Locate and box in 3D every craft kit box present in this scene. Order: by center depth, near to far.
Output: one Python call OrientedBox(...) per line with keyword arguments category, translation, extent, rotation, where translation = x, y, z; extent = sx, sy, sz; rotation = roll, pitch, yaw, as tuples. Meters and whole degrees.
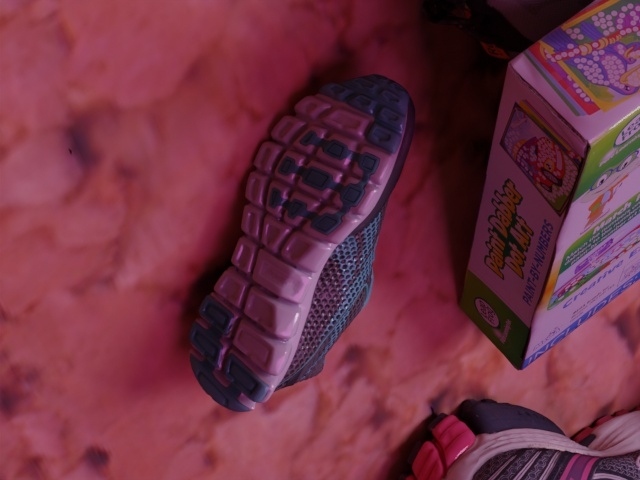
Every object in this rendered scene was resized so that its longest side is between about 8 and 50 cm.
OrientedBox(category="craft kit box", translation=(0.184, -0.069, 0.776), extent=(0.250, 0.061, 0.246), rotation=(-36, 162, -17))

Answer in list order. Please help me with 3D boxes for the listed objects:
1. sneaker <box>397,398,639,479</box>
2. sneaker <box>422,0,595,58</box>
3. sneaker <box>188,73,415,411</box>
OrientedBox(category="sneaker", translation=(0.174, 0.173, 0.956), extent=(0.299, 0.112, 0.121), rotation=(7, 112, -43))
OrientedBox(category="sneaker", translation=(0.069, -0.131, 0.677), extent=(0.271, 0.100, 0.108), rotation=(8, 117, -43))
OrientedBox(category="sneaker", translation=(0.000, 0.000, 0.744), extent=(0.076, 0.065, 0.166), rotation=(2, 121, -59))
